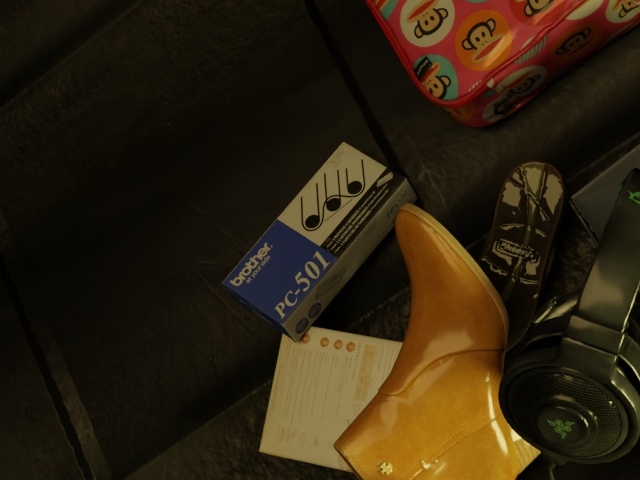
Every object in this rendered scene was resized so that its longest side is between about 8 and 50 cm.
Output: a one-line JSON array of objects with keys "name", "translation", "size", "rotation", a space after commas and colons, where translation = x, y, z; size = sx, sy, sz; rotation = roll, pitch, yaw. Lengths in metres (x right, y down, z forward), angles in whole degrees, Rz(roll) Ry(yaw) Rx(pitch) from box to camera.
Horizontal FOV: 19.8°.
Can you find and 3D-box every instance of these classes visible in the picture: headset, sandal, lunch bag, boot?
[{"name": "headset", "translation": [0.216, 0.116, 1.684], "size": [0.185, 0.243, 0.394], "rotation": [19, 106, 11]}, {"name": "sandal", "translation": [0.194, 0.021, 1.874], "size": [0.090, 0.060, 0.219], "rotation": [20, 102, 15]}, {"name": "lunch bag", "translation": [0.195, -0.290, 1.915], "size": [0.293, 0.120, 0.258], "rotation": [-37, 61, 16]}, {"name": "boot", "translation": [0.094, 0.134, 1.801], "size": [0.211, 0.104, 0.295], "rotation": [-35, 97, -10]}]

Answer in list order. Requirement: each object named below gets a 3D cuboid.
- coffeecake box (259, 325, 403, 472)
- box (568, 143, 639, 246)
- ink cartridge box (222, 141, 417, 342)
[{"name": "coffeecake box", "translation": [0.042, 0.172, 1.926], "size": [0.185, 0.068, 0.142], "rotation": [9, 84, 30]}, {"name": "box", "translation": [0.386, -0.033, 1.786], "size": [0.232, 0.059, 0.183], "rotation": [-37, 65, 16]}, {"name": "ink cartridge box", "translation": [0.000, 0.000, 1.956], "size": [0.097, 0.046, 0.207], "rotation": [33, 77, 34]}]
